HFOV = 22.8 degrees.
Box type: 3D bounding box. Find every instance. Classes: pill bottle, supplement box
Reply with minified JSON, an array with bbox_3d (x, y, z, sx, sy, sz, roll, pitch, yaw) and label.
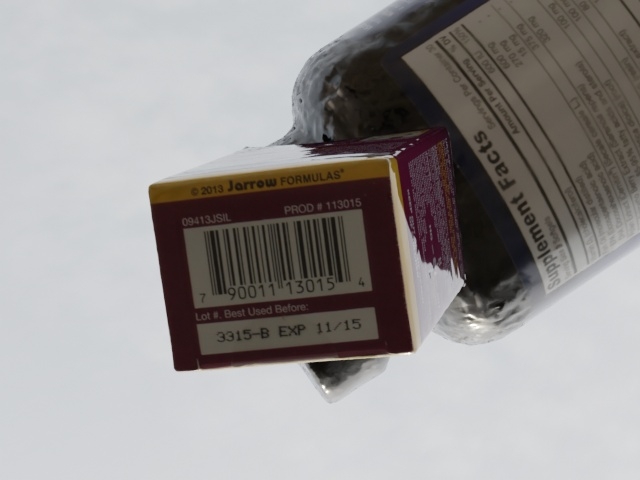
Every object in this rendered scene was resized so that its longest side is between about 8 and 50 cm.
[{"bbox_3d":[0.068,-0.040,0.566,0.219,0.123,0.122,-33,-96,-4],"label":"pill bottle"},{"bbox_3d":[0.000,0.000,0.366,0.055,0.083,0.043,-6,-83,15],"label":"supplement box"}]
